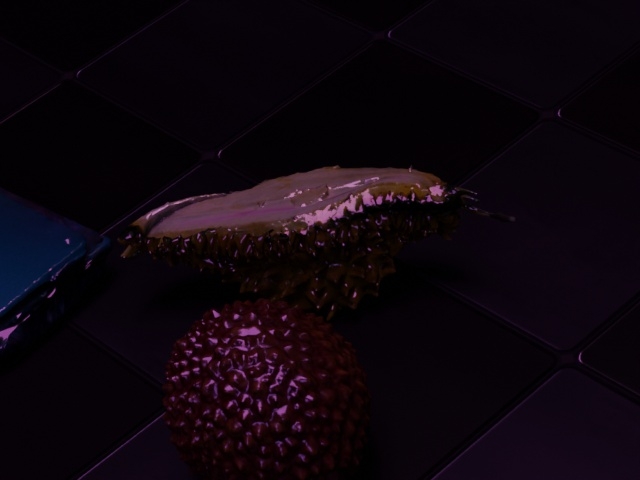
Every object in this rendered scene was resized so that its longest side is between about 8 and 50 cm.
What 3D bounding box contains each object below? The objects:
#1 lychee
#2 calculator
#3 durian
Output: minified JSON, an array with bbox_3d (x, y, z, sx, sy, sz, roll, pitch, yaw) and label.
[{"bbox_3d":[-0.048,0.130,1.665,0.188,0.188,0.188,-8,40,7],"label":"lychee"},{"bbox_3d":[-0.375,0.050,1.939,0.248,0.058,0.274,22,52,36],"label":"calculator"},{"bbox_3d":[-0.002,-0.002,1.854,0.375,0.107,0.132,-6,42,10],"label":"durian"}]
